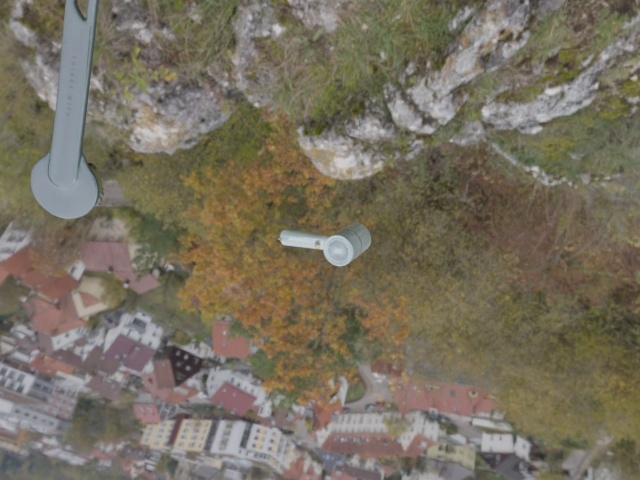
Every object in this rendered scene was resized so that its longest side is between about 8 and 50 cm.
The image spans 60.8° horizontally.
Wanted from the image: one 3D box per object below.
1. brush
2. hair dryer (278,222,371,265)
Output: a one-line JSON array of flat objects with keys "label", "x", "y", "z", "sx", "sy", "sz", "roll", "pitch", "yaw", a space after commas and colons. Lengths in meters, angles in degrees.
[{"label": "brush", "x": -0.200, "y": -0.141, "z": 0.452, "sx": 0.062, "sy": 0.027, "sz": 0.266, "roll": 16, "pitch": 113, "yaw": -2}, {"label": "hair dryer", "x": 0.000, "y": 0.000, "z": 0.820, "sx": 0.137, "sy": 0.082, "sz": 0.047, "roll": 6, "pitch": 107, "yaw": 23}]
